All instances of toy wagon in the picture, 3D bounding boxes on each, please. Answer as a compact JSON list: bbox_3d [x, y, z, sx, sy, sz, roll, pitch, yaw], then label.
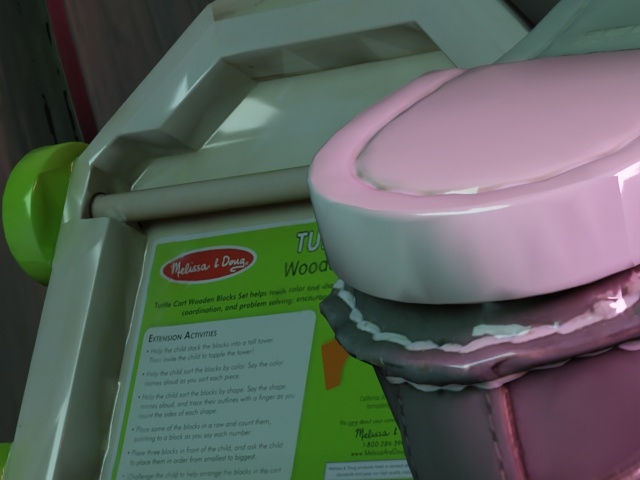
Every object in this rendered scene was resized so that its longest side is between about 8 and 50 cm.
[{"bbox_3d":[0.000,0.000,0.669,0.267,0.068,0.344,-6,65,39],"label":"toy wagon"}]

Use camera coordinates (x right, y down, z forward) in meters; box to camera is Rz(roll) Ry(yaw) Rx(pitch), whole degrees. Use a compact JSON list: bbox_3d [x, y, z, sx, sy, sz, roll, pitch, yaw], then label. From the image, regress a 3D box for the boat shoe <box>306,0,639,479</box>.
[{"bbox_3d":[0.105,-0.021,0.476,0.109,0.305,0.091,1,111,37],"label":"boat shoe"}]
